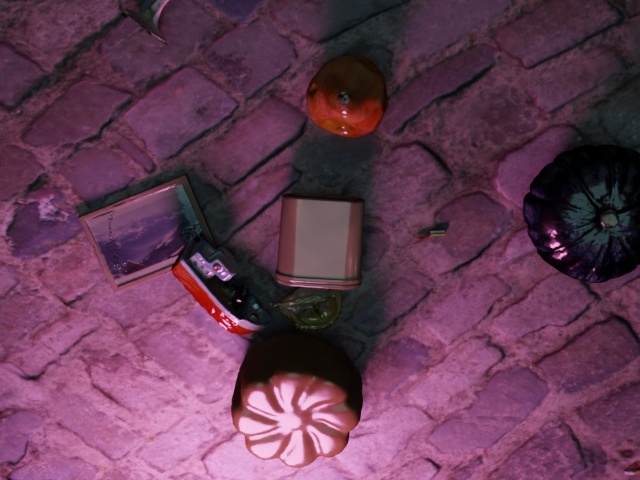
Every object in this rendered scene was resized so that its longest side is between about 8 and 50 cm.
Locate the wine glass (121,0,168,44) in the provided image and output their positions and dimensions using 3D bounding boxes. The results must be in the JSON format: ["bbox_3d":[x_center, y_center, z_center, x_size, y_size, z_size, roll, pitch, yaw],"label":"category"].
[{"bbox_3d":[-0.359,-0.656,1.819,0.143,0.143,0.321,36,101,-8],"label":"wine glass"}]

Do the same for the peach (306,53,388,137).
[{"bbox_3d":[0.065,-0.368,1.838,0.214,0.235,0.214,1,96,6],"label":"peach"}]

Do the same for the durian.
[{"bbox_3d":[-0.041,0.196,2.040,0.208,0.102,0.146,3,61,-7],"label":"durian"}]

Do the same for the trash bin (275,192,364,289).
[{"bbox_3d":[0.000,0.000,1.995,0.243,0.121,0.247,3,101,0],"label":"trash bin"}]

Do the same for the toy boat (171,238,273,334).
[{"bbox_3d":[-0.254,0.134,2.010,0.133,0.145,0.332,-33,111,21],"label":"toy boat"}]

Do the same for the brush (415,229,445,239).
[{"bbox_3d":[0.308,-0.017,2.032,0.083,0.019,0.021,-9,95,3],"label":"brush"}]

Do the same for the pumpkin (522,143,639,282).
[{"bbox_3d":[0.712,-0.073,1.888,0.363,0.266,0.363,1,106,4],"label":"pumpkin"}]

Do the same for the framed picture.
[{"bbox_3d":[-0.484,-0.015,2.045,0.335,0.022,0.247,-20,103,6],"label":"framed picture"}]

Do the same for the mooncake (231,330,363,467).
[{"bbox_3d":[-0.066,0.454,2.031,0.378,0.201,0.378,1,120,2],"label":"mooncake"}]
